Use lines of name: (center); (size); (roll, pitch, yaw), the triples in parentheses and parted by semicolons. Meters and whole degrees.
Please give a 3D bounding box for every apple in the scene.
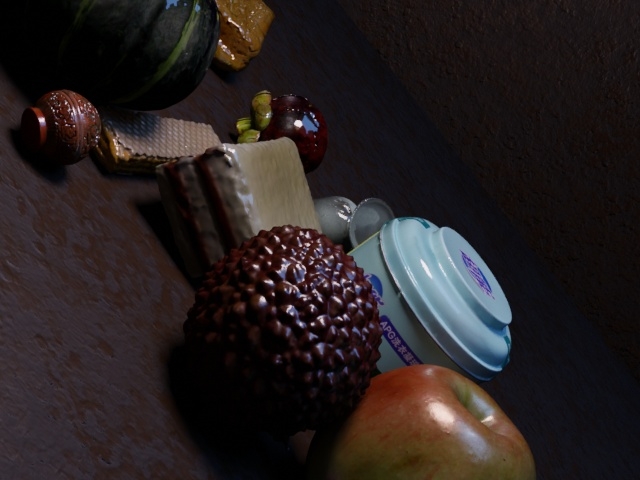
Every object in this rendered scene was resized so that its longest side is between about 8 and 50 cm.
apple: (0.139, 0.318, 1.618); (0.319, 0.277, 0.319); (45, 19, -20)

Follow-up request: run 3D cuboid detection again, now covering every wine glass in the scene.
wine glass: (0.015, -0.025, 2.033); (0.231, 0.103, 0.103); (6, -28, 51)

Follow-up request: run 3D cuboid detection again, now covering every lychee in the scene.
lychee: (-0.050, 0.127, 1.553); (0.264, 0.264, 0.300); (-60, 156, -70)

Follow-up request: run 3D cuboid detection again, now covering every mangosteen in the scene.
mangosteen: (-0.075, -0.199, 2.251); (0.180, 0.166, 0.166); (16, 34, -22)

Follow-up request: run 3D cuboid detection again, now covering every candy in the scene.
candy: (-0.113, -0.057, 1.838); (0.321, 0.135, 0.179); (-20, 95, -70)

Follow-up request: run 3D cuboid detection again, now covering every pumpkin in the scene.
pumpkin: (-0.299, -0.331, 1.750); (0.323, 0.241, 0.323); (33, 7, -5)

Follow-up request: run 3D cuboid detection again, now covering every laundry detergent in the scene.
laundry detergent: (0.119, 0.136, 1.852); (0.287, 0.305, 0.287); (45, 20, -22)

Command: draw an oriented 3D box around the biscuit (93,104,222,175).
biscuit: (-0.243, -0.145, 1.876); (0.094, 0.054, 0.379); (58, 19, 12)

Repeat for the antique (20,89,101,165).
antique: (-0.337, -0.148, 1.584); (0.104, 0.104, 0.104); (46, 20, -22)

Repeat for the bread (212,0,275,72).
bread: (-0.194, -0.468, 2.509); (0.185, 0.109, 0.380); (44, 19, -13)

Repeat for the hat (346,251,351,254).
hat: (0.000, 0.000, 2.174); (0.162, 0.112, 0.093); (55, -13, 38)
